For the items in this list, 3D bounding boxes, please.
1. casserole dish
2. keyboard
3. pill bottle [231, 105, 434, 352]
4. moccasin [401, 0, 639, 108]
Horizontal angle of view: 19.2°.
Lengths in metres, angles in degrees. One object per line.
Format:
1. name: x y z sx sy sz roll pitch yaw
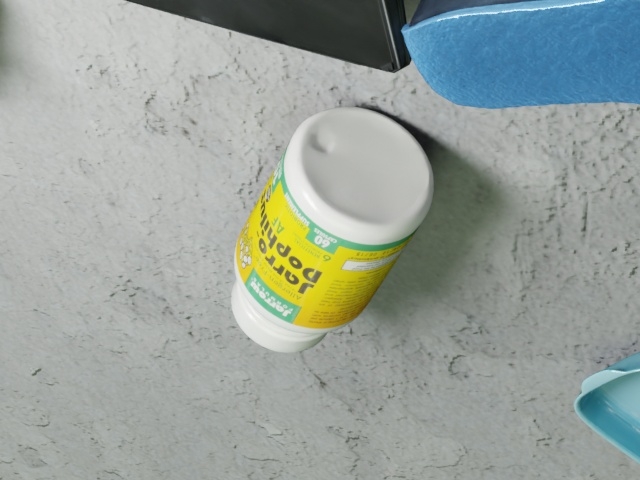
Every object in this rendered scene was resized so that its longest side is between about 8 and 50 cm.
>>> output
1. casserole dish: 0.298 0.150 1.572 0.188 0.037 0.114 35 140 -17
2. keyboard: -0.091 -0.217 1.278 0.317 0.033 0.201 17 151 23
3. pill bottle: 0.000 0.000 1.470 0.117 0.117 0.208 26 143 -5
4. moccasin: 0.216 -0.158 1.181 0.342 0.117 0.137 6 139 25
